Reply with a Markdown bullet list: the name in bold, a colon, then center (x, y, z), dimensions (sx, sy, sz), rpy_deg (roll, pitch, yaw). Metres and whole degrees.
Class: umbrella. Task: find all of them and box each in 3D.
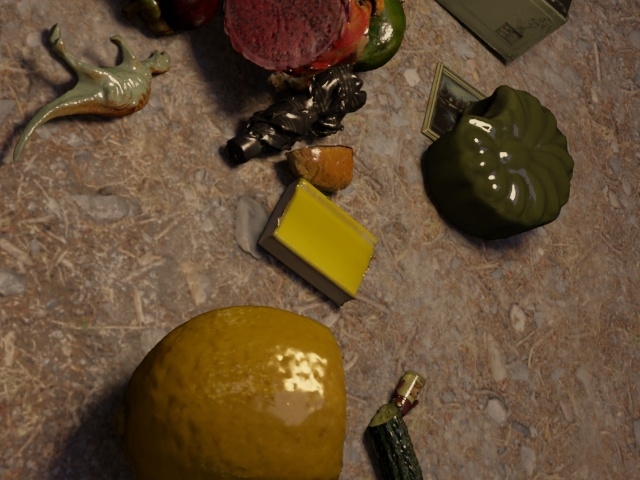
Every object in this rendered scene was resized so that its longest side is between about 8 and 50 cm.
- **umbrella**: center (-0.041, -0.256, 1.752), dimensions (0.128, 0.154, 0.337), rpy_deg (33, 42, 28)

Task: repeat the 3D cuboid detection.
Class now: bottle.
- **bottle**: center (0.170, 0.309, 1.753), dimensions (0.063, 0.047, 0.101), rpy_deg (39, 55, -7)

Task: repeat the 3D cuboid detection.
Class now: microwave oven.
- **microwave oven**: center (0.461, -0.638, 2.220), dimensions (0.295, 0.237, 0.181), rpy_deg (36, 54, -15)

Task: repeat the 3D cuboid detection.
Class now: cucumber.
- **cucumber**: center (0.156, 0.442, 1.675), dimensions (0.077, 0.077, 0.265), rpy_deg (-13, 82, -39)

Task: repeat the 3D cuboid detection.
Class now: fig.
- **fig**: center (0.087, -0.453, 1.940), dimensions (0.203, 0.235, 0.203), rpy_deg (0, 86, 5)

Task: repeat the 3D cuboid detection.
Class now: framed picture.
- **framed picture**: center (0.379, -0.277, 2.155), dimensions (0.296, 0.019, 0.232), rpy_deg (30, 57, -24)

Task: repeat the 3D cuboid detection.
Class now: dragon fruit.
- **dragon fruit**: center (-0.002, -0.458, 1.704), dimensions (0.296, 0.314, 0.263), rpy_deg (44, 21, 17)

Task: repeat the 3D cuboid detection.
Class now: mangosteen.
- **mangosteen**: center (-0.283, -0.473, 1.653), dimensions (0.200, 0.200, 0.199), rpy_deg (14, 65, -32)

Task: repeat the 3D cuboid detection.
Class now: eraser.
- **eraser**: center (0.000, 0.000, 1.732), dimensions (0.226, 0.069, 0.158), rpy_deg (38, 56, -20)

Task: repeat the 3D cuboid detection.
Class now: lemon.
- **lemon**: center (-0.143, 0.265, 1.357), dimensions (0.364, 0.364, 0.364), rpy_deg (14, 65, -32)

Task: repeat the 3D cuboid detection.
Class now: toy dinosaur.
- **toy dinosaur**: center (-0.402, -0.274, 1.528), dimensions (0.205, 0.092, 0.392), rpy_deg (45, 43, -22)

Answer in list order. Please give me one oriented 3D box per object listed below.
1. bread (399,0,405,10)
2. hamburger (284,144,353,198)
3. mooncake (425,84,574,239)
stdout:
- **bread**: center (0.149, -0.570, 2.071), dimensions (0.113, 0.060, 0.082), rpy_deg (0, 75, -35)
- **hamburger**: center (0.015, -0.141, 1.778), dimensions (0.176, 0.087, 0.102), rpy_deg (-6, 78, -50)
- **mooncake**: center (0.417, -0.169, 2.021), dimensions (0.351, 0.187, 0.351), rpy_deg (11, 71, -33)
